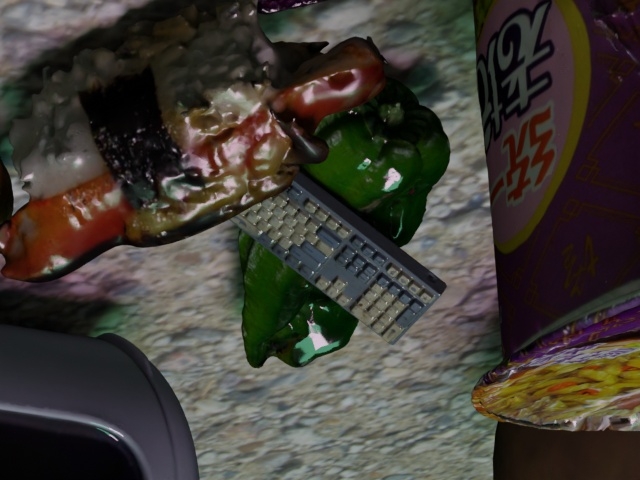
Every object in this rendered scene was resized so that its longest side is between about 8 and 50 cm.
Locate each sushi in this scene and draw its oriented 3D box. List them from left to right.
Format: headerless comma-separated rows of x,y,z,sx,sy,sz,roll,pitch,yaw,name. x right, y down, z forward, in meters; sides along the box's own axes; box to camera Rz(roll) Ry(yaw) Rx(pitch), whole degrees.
-0.074,-0.059,0.951,0.226,0.097,0.103,-22,118,12,sushi

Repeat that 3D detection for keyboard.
-0.015,-0.011,1.032,0.176,0.014,0.055,38,132,-3,keyboard

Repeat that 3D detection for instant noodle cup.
0.203,-0.080,0.853,0.340,0.266,0.340,-11,163,-3,instant noodle cup

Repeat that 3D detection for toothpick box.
-0.278,0.145,1.069,0.355,0.263,0.263,13,137,-40,toothpick box

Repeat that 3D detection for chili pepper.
0.001,0.000,1.111,0.099,0.083,0.253,-14,154,-23,chili pepper

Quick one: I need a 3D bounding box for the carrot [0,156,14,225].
-0.202,-0.052,0.943,0.060,0.060,0.186,-18,149,1,carrot

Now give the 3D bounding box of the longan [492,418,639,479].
0.271,0.139,1.264,0.319,0.319,0.319,-13,149,-8,longan

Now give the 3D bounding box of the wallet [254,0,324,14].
0.007,-0.174,0.878,0.111,0.030,0.166,-17,149,-1,wallet
